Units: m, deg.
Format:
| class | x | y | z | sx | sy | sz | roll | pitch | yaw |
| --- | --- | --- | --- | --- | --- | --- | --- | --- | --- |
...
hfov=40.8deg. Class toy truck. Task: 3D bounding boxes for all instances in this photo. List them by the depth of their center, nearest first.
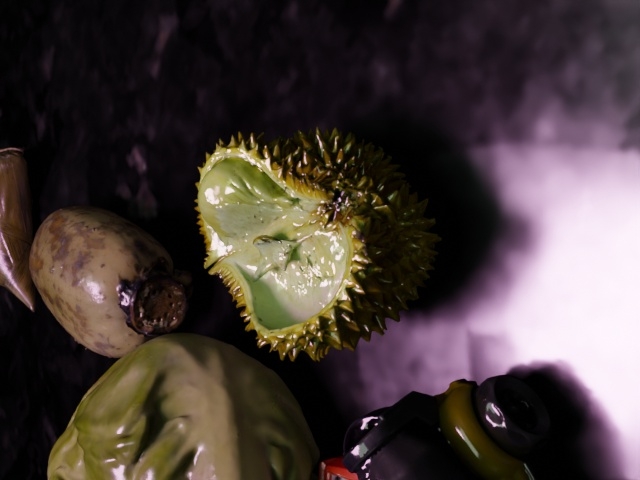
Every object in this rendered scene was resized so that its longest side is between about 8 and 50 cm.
| class | x | y | z | sx | sy | sz | roll | pitch | yaw |
| --- | --- | --- | --- | --- | --- | --- | --- | --- | --- |
| toy truck | 0.124 | 0.226 | 0.691 | 0.147 | 0.165 | 0.224 | -53 | 58 | 33 |

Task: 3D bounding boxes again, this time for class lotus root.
| class | x | y | z | sx | sy | sz | roll | pitch | yaw |
| --- | --- | --- | --- | --- | --- | --- | --- | --- | --- |
| lotus root | -0.289 | 0.044 | 1.115 | 0.309 | 0.173 | 0.173 | 22 | 109 | 50 |

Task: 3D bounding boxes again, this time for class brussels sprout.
| class | x | y | z | sx | sy | sz | roll | pitch | yaw |
| --- | --- | --- | --- | --- | --- | --- | --- | --- | --- |
| brussels sprout | -0.159 | 0.263 | 0.931 | 0.328 | 0.247 | 0.328 | 2 | 93 | 52 |

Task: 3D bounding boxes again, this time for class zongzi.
| class | x | y | z | sx | sy | sz | roll | pitch | yaw |
| --- | --- | --- | --- | --- | --- | --- | --- | --- | --- |
| zongzi | -0.474 | -0.025 | 1.332 | 0.204 | 0.094 | 0.205 | 46 | 123 | 28 |

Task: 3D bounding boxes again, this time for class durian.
| class | x | y | z | sx | sy | sz | roll | pitch | yaw |
| --- | --- | --- | --- | --- | --- | --- | --- | --- | --- |
| durian | -0.001 | -0.002 | 0.796 | 0.237 | 0.177 | 0.200 | 36 | 127 | 44 |

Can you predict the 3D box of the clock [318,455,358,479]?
| class | x | y | z | sx | sy | sz | roll | pitch | yaw |
| --- | --- | --- | --- | --- | --- | --- | --- | --- | --- |
| clock | 0.050 | 0.296 | 0.850 | 0.113 | 0.061 | 0.155 | 4 | 93 | 45 |
